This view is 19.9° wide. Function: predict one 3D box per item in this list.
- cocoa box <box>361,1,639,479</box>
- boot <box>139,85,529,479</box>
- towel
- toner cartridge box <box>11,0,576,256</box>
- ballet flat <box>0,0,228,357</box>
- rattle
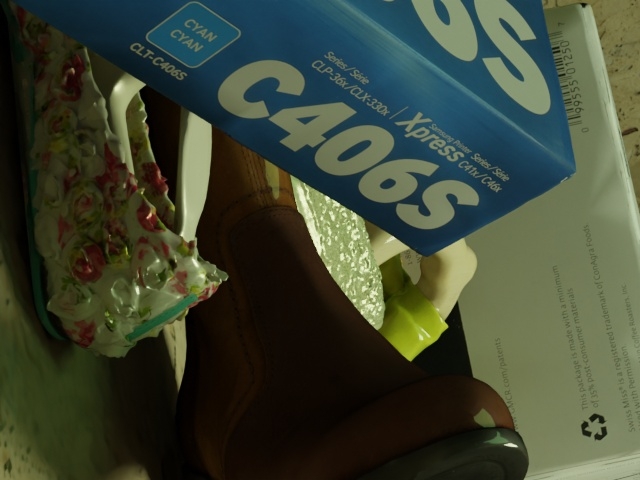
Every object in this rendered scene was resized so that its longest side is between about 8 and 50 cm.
[{"bbox_3d":[0.136,0.036,1.394,0.228,0.231,0.347,52,27,-70],"label":"cocoa box"},{"bbox_3d":[-0.014,-0.014,0.764,0.264,0.096,0.280,144,-64,-73],"label":"boot"},{"bbox_3d":[-0.009,0.016,1.037,0.110,0.027,0.148,-45,133,-34],"label":"towel"},{"bbox_3d":[-0.054,-0.139,0.593,0.348,0.075,0.165,30,40,-41],"label":"toner cartridge box"},{"bbox_3d":[-0.085,-0.072,0.732,0.091,0.077,0.241,35,42,-72],"label":"ballet flat"},{"bbox_3d":[0.000,0.000,1.186,0.199,0.130,0.143,13,40,-46],"label":"rattle"}]
